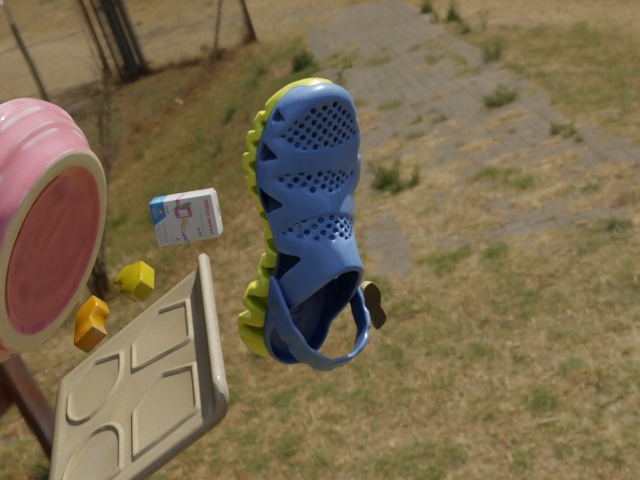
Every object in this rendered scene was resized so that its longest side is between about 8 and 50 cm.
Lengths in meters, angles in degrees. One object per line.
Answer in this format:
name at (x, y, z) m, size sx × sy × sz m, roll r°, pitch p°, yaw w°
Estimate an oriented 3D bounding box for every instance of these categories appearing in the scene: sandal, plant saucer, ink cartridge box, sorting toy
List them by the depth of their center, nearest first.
sorting toy at (-0.170, 0.119, 0.862) m, size 0.229 × 0.041 × 0.307 m, roll -42°, pitch 30°, yaw 15°
sandal at (0.000, 0.000, 0.906) m, size 0.126 × 0.317 × 0.138 m, roll -14°, pitch 30°, yaw -28°
plant saucer at (-0.347, 0.002, 1.092) m, size 0.084 × 0.332 × 0.332 m, roll 18°, pitch 32°, yaw 10°
ink cartridge box at (-0.255, -0.045, 1.771) m, size 0.123 × 0.088 × 0.052 m, roll -9°, pitch 15°, yaw 4°

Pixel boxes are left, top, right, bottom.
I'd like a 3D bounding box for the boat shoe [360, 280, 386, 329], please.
boat shoe at (0.095, 0.128, 1.869) m, size 0.045 × 0.135 × 0.050 m, roll 28°, pitch 59°, yaw 36°
